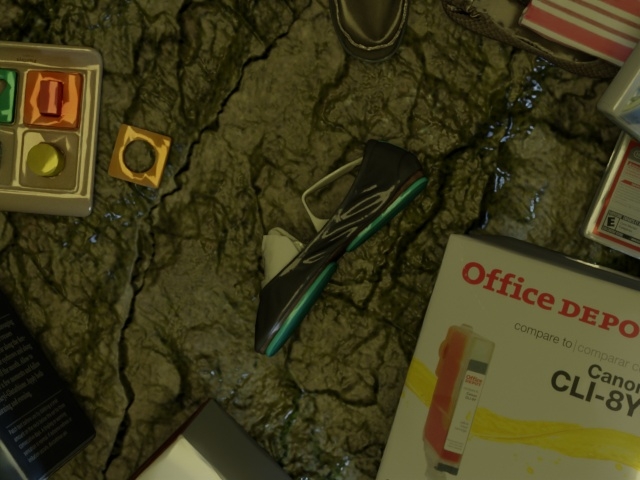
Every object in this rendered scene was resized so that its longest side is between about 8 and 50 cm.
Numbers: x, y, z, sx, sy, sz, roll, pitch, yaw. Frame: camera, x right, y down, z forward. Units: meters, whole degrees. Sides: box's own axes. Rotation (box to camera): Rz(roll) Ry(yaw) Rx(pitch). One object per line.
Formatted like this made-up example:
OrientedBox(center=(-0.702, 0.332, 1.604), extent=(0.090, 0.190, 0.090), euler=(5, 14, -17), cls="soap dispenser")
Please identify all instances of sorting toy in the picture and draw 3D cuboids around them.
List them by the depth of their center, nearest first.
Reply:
OrientedBox(center=(-0.344, -0.129, 1.554), extent=(0.347, 0.047, 0.196), euler=(4, 95, 3), cls="sorting toy")

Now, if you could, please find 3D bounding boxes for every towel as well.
OrientedBox(center=(0.314, -0.283, 1.430), extent=(0.144, 0.029, 0.197), euler=(24, 122, -3), cls="towel")

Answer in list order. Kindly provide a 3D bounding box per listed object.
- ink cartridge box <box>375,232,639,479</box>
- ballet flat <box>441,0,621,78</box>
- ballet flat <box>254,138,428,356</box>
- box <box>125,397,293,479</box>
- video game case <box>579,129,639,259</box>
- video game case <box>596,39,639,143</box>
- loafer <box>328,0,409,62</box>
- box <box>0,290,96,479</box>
OrientedBox(center=(0.228, 0.209, 1.442), extent=(0.279, 0.160, 0.385), euler=(19, 95, 26), cls="ink cartridge box")
OrientedBox(center=(0.253, -0.239, 1.499), extent=(0.249, 0.058, 0.084), euler=(19, 96, 2), cls="ballet flat")
OrientedBox(center=(0.000, 0.000, 1.525), extent=(0.096, 0.095, 0.280), euler=(41, 86, 10), cls="ballet flat")
OrientedBox(center=(-0.198, 0.365, 1.497), extent=(0.345, 0.215, 0.168), euler=(-44, 90, 5), cls="box")
OrientedBox(center=(0.432, -0.101, 1.500), extent=(0.204, 0.025, 0.285), euler=(21, 96, -7), cls="video game case")
OrientedBox(center=(0.482, -0.193, 1.423), extent=(0.300, 0.036, 0.329), euler=(33, 92, -26), cls="video game case")
OrientedBox(center=(0.052, -0.322, 1.492), extent=(0.094, 0.087, 0.251), euler=(-2, 94, 4), cls="loafer")
OrientedBox(center=(-0.494, 0.153, 1.492), extent=(0.293, 0.212, 0.395), euler=(-35, 91, 12), cls="box")
